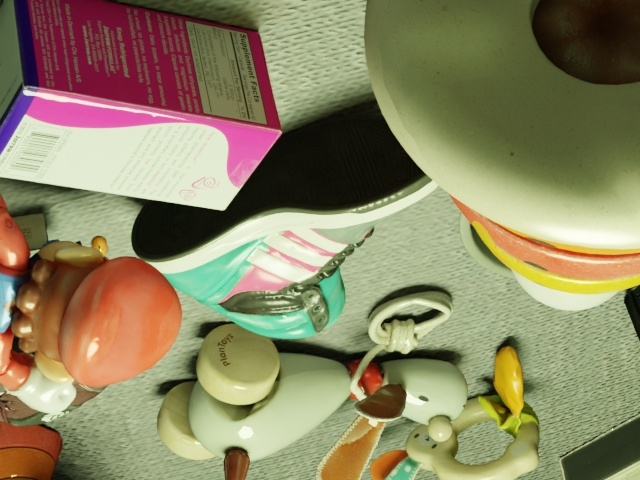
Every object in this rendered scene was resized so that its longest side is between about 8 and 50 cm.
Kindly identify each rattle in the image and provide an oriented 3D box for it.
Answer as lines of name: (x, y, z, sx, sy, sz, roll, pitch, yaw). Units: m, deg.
rattle: (0.134, 0.206, 2.134, 0.200, 0.130, 0.142, -8, 148, 14)

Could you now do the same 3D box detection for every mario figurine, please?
mario figurine: (-0.274, 0.030, 1.660, 0.321, 0.170, 0.198, 16, 151, -2)

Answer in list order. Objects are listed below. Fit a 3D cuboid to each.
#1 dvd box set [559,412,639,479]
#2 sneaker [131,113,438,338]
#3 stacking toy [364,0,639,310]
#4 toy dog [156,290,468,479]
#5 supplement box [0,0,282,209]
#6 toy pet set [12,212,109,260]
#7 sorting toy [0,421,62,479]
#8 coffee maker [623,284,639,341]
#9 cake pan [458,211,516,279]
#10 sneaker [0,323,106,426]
dvd box set: (0.540, 0.278, 2.417, 0.308, 0.062, 0.420, -34, 141, 30)
sneaker: (0.000, 0.000, 1.748, 0.296, 0.123, 0.178, -16, 143, 21)
stacking toy: (0.220, -0.064, 1.550, 0.351, 0.350, 0.480, -12, 153, -1)
toy dog: (0.000, 0.188, 2.005, 0.334, 0.161, 0.220, -9, 148, -5)
supplement box: (-0.157, -0.110, 1.542, 0.220, 0.114, 0.111, 10, 140, -29)
toy pet set: (-0.251, 0.031, 1.769, 0.122, 0.065, 0.114, -9, 147, -6)
sorting toy: (-0.428, 0.324, 2.104, 0.366, 0.126, 0.127, -28, 145, 21)
coffee maker: (0.393, 0.113, 2.006, 0.120, 0.178, 0.171, -17, 150, 4)
cake pan: (0.267, -0.060, 1.815, 0.293, 0.054, 0.293, -9, 147, -6)
sneaker: (-0.321, 0.131, 1.867, 0.281, 0.106, 0.162, 7, 146, -28)
